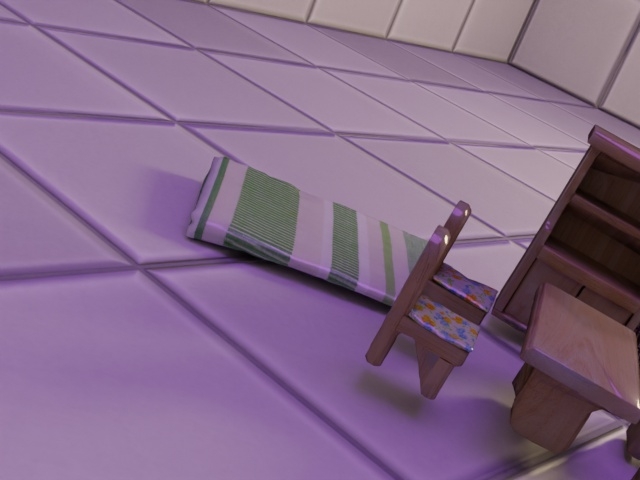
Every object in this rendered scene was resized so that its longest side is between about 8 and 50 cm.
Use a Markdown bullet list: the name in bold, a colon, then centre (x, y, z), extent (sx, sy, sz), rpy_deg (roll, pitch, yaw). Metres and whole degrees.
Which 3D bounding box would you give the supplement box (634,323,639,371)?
- **supplement box**: centre (0.420, 0.062, 1.364), extent (0.194, 0.191, 0.129), rpy_deg (26, 19, 12)

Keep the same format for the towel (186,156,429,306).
- **towel**: centre (0.000, 0.000, 1.310), extent (0.325, 0.038, 0.248), rpy_deg (22, 20, -7)

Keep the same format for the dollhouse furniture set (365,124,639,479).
- **dollhouse furniture set**: centre (0.297, 0.054, 1.106), extent (0.362, 0.256, 0.394), rpy_deg (30, 19, 7)
